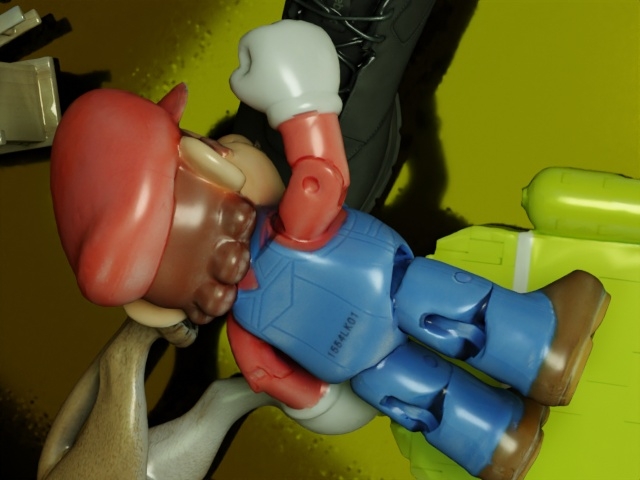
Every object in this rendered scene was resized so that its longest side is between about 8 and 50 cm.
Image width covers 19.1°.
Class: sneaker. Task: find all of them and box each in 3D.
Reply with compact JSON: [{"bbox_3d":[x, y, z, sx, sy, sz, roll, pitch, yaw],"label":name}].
[{"bbox_3d":[0.010,-0.119,1.122,0.109,0.130,0.286,21,97,9],"label":"sneaker"}]

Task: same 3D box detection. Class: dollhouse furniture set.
[{"bbox_3d":[-0.244,-0.130,1.150,0.101,0.182,0.161,-8,90,13],"label":"dollhouse furniture set"}]

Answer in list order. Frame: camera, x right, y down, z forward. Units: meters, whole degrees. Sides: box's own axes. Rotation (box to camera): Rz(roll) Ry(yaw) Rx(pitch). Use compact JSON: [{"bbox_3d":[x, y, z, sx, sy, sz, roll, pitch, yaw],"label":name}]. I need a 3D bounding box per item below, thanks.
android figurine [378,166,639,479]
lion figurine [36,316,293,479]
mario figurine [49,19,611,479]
[{"bbox_3d":[0.151,0.080,1.136,0.273,0.056,0.248,9,94,10],"label":"android figurine"},{"bbox_3d":[-0.073,0.220,1.164,0.240,0.142,0.392,-41,69,18],"label":"lion figurine"},{"bbox_3d":[0.000,0.000,1.072,0.320,0.170,0.198,28,86,1],"label":"mario figurine"}]
